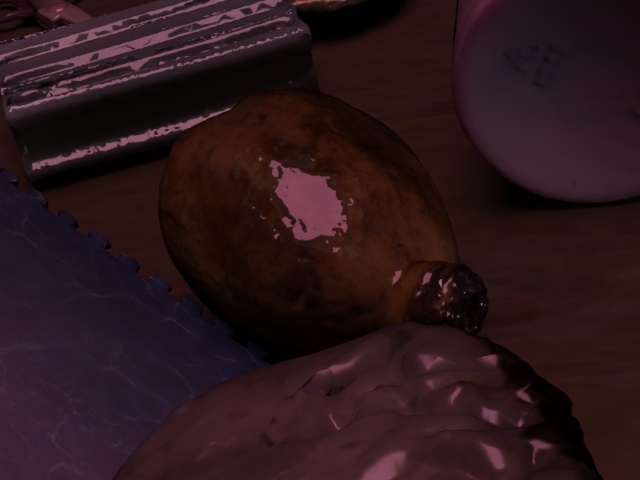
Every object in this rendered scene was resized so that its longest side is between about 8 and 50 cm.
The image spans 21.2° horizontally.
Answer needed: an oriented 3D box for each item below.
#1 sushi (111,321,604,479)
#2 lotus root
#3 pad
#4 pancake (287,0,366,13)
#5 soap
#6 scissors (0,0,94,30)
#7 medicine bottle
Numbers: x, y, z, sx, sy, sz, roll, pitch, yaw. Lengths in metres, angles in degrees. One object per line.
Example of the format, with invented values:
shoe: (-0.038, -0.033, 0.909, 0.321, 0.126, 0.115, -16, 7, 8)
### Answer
sushi: (0.016, 0.178, 0.504, 0.234, 0.207, 0.348, -22, 26, 6)
lotus root: (0.000, 0.000, 0.850, 0.138, 0.138, 0.214, -25, 37, -20)
pad: (-0.151, 0.092, 0.763, 0.270, 0.012, 0.269, 32, 49, 17)
pancake: (0.001, -0.181, 1.219, 0.129, 0.022, 0.116, -10, 19, 0)
soap: (-0.107, -0.108, 1.114, 0.198, 0.063, 0.114, -16, 33, -6)
scissors: (-0.196, -0.168, 1.279, 0.085, 0.022, 0.176, -26, 32, -23)
medicine bottle: (0.157, -0.150, 1.009, 0.152, 0.152, 0.254, -5, 32, 11)
